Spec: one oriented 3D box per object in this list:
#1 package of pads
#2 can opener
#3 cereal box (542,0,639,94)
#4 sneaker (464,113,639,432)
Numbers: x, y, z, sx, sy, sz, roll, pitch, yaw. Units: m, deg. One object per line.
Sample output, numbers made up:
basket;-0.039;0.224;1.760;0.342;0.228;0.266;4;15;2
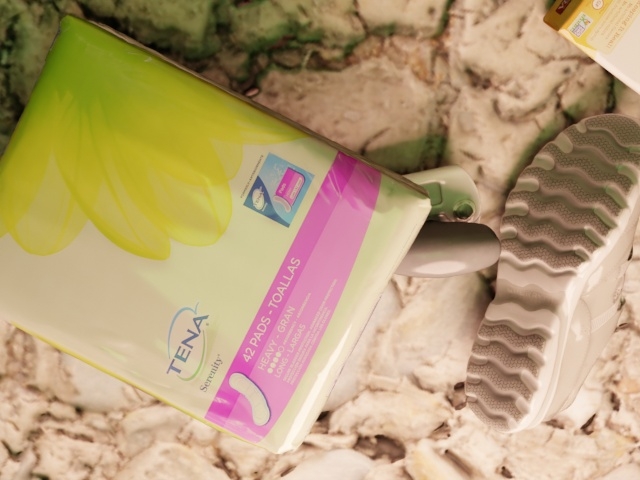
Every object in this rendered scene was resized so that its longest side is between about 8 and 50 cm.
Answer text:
package of pads;-0.099;0.000;0.965;0.297;0.101;0.229;28;98;0
can opener;0.000;0.000;1.043;0.280;0.093;0.074;-10;113;-1
cereal box;0.323;-0.175;1.046;0.240;0.047;0.173;31;104;-21
sneaker;0.210;0.026;1.103;0.115;0.105;0.281;5;111;-49
